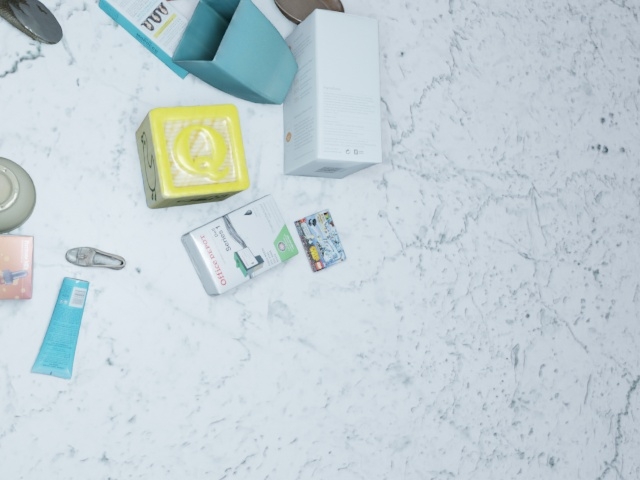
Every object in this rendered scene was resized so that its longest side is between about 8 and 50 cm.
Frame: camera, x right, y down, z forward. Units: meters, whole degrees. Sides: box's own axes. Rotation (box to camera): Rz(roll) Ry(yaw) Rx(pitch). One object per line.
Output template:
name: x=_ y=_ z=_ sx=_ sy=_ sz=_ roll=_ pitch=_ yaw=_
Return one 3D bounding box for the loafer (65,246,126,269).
loafer: x=-0.481 y=0.038 z=1.400 sx=0.125 sy=0.039 sz=0.045 roll=11 pitch=81 yaw=-23

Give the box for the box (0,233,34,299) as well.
box: x=-0.659 y=0.051 z=1.286 sx=0.170 sy=0.091 sz=0.130 roll=1 pitch=89 yaw=-24

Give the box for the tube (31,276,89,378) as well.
tube: x=-0.536 y=0.181 z=1.361 sx=0.080 sy=0.052 sz=0.207 roll=15 pitch=84 yaw=-17

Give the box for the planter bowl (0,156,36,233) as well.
planter bowl: x=-0.654 y=-0.098 z=1.298 sx=0.161 sy=0.109 sz=0.162 roll=3 pitch=84 yaw=-23

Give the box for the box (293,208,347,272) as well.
box: x=0.000 y=0.000 z=1.627 sx=0.093 sy=0.027 sz=0.137 roll=-22 pitch=94 yaw=-26

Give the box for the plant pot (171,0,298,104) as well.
plant pot: x=-0.173 y=-0.414 z=1.477 sx=0.234 sy=0.165 sz=0.166 roll=30 pitch=79 yaw=-44

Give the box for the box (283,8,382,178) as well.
box: x=0.022 y=-0.340 z=1.568 sx=0.168 sy=0.215 sz=0.346 roll=1 pitch=85 yaw=-24

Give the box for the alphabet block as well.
alphabet block: x=-0.283 y=-0.179 z=1.424 sx=0.193 sy=0.197 sz=0.193 roll=-11 pitch=89 yaw=-24

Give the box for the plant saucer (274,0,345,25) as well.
plant saucer: x=-0.036 y=-0.589 z=1.629 sx=0.198 sy=0.036 sz=0.199 roll=13 pitch=53 yaw=-17

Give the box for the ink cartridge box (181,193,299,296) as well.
ink cartridge box: x=-0.186 y=0.012 z=1.507 sx=0.219 sy=0.092 sz=0.160 roll=-29 pitch=96 yaw=-24

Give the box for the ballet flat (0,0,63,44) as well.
ballet flat: x=-0.662 y=-0.497 z=1.368 sx=0.249 sy=0.058 sz=0.084 roll=34 pitch=51 yaw=-24

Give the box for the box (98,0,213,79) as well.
box: x=-0.374 y=-0.492 z=1.487 sx=0.244 sy=0.060 sz=0.101 roll=40 pitch=71 yaw=-16
